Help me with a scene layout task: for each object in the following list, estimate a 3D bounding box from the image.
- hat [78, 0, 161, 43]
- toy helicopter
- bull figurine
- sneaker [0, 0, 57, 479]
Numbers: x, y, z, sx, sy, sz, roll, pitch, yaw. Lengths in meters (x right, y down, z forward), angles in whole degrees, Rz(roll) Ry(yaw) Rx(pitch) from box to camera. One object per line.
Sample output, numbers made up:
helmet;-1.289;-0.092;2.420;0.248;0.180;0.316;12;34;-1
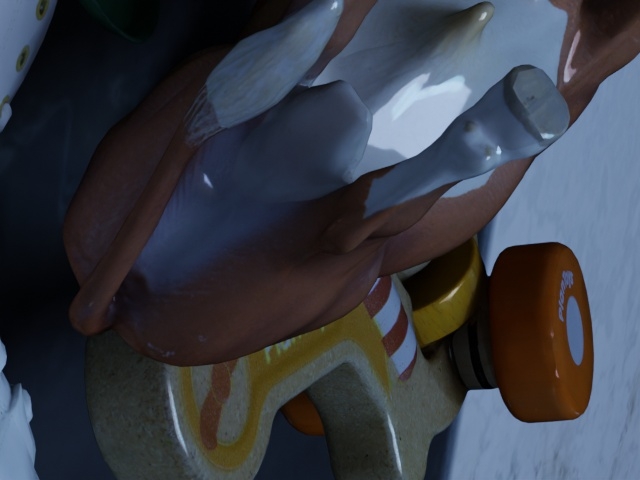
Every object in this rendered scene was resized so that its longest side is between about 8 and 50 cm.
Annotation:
hat;0.009;-0.169;0.562;0.208;0.183;0.173;-90;168;-55
toy helicopter;0.000;0.000;0.736;0.355;0.140;0.235;-33;116;-66
bull figurine;0.042;-0.063;0.591;0.188;0.101;0.310;-38;-176;44
sneaker;-0.115;0.001;0.532;0.169;0.108;0.292;-61;150;-25
